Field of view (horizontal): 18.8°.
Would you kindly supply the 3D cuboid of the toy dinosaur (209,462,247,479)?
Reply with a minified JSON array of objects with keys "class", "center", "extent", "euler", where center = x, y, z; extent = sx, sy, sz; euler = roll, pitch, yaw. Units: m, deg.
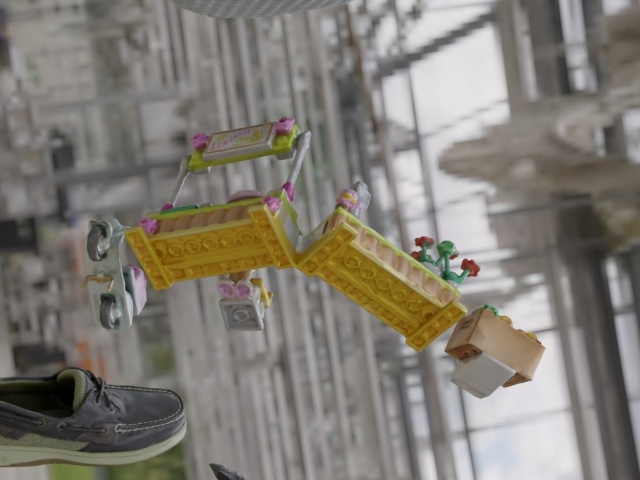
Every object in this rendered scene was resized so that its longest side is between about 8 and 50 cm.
[{"class":"toy dinosaur","center":[-0.035,0.260,1.335],"extent":[0.218,0.322,0.164],"euler":[164,-51,-81]}]

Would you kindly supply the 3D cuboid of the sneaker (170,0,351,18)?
[{"class":"sneaker","center":[-0.053,-0.231,1.155],"extent":[0.366,0.135,0.150],"euler":[24,63,-75]}]

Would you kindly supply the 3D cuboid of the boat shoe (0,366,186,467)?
[{"class":"boat shoe","center":[-0.214,0.148,1.669],"extent":[0.080,0.223,0.073],"euler":[52,-45,48]}]

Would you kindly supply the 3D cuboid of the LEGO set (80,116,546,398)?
[{"class":"LEGO set","center":[0.000,0.000,1.168],"extent":[0.107,0.287,0.132],"euler":[-73,168,-47]}]
